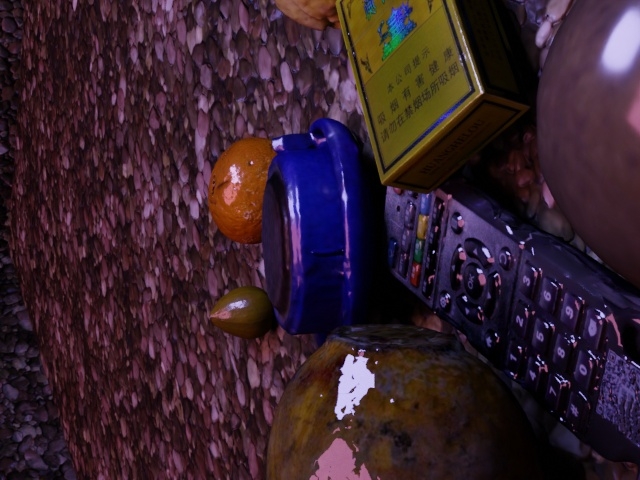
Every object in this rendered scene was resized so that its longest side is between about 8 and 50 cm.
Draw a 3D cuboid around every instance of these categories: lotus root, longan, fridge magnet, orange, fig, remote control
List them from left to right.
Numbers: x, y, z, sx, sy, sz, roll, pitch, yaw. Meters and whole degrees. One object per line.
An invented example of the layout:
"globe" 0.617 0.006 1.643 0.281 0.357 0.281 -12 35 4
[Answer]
"fig" -0.108 0.098 1.406 0.074 0.088 0.074 173 90 -82
"orange" -0.078 -0.059 1.279 0.117 0.135 0.136 26 124 20
"fridge magnet" 0.000 0.000 1.125 0.265 0.112 0.265 177 90 -79
"lotus root" 0.077 0.244 0.894 0.250 0.250 0.346 10 109 62
"remote control" 0.168 0.039 0.875 0.399 0.062 0.145 -136 47 -54
"longan" 0.239 -0.068 0.563 0.246 0.215 0.246 8 110 21

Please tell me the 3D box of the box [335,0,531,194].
"box" 0.093 -0.172 0.926 0.141 0.064 0.220 -44 50 42

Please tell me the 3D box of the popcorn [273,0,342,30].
"popcorn" 0.001 -0.300 1.052 0.148 0.152 0.167 43 146 52
